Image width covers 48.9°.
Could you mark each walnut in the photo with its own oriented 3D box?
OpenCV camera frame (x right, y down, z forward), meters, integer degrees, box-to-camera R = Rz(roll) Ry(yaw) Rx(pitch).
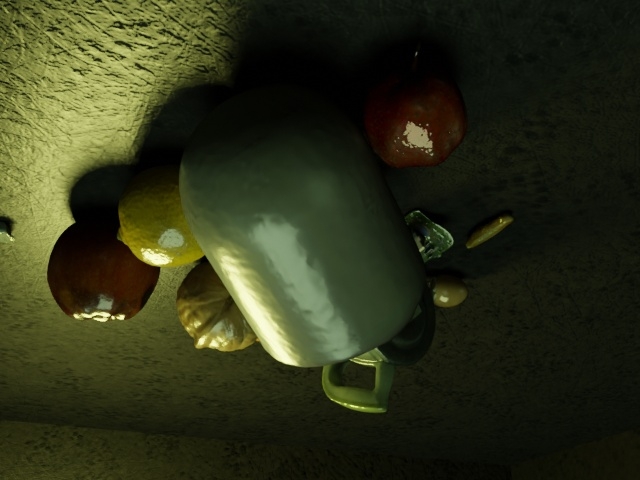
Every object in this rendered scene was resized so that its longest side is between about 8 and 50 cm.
[{"bbox_3d":[-0.223,0.151,1.619,0.224,0.225,0.261,10,156,-16],"label":"walnut"}]

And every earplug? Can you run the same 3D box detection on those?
[{"bbox_3d":[-0.037,-0.039,1.092,0.312,0.313,0.394,-11,129,22],"label":"earplug"}]

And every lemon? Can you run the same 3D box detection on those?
[{"bbox_3d":[-0.275,-0.044,1.275,0.244,0.187,0.187,-21,145,36],"label":"lemon"}]

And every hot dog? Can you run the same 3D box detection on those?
[{"bbox_3d":[0.346,-0.021,1.458,0.044,0.028,0.137,-14,164,-30],"label":"hot dog"}]

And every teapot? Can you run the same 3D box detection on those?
[{"bbox_3d":[0.121,0.219,1.638,0.239,0.322,0.239,-6,173,-42],"label":"teapot"}]

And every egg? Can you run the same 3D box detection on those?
[{"bbox_3d":[0.304,0.120,1.673,0.096,0.080,0.080,9,151,-10],"label":"egg"}]

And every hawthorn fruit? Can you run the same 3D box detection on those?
[{"bbox_3d":[0.135,-0.198,1.012,0.157,0.157,0.194,-2,132,6],"label":"hawthorn fruit"}]

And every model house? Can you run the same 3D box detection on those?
[{"bbox_3d":[0.179,0.033,1.438,0.117,0.088,0.167,39,132,-12],"label":"model house"}]

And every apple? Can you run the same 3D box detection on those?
[{"bbox_3d":[-0.450,0.067,1.464,0.229,0.230,0.230,1,152,0],"label":"apple"}]

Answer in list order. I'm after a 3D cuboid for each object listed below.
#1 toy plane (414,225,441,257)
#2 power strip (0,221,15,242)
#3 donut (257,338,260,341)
[{"bbox_3d":[0.206,0.003,1.490,0.111,0.040,0.102,22,152,0],"label":"toy plane"},{"bbox_3d":[-0.780,-0.025,1.497,0.252,0.027,0.060,5,153,-7],"label":"power strip"},{"bbox_3d":[-0.137,0.203,1.860,0.174,0.075,0.190,-16,144,32],"label":"donut"}]
